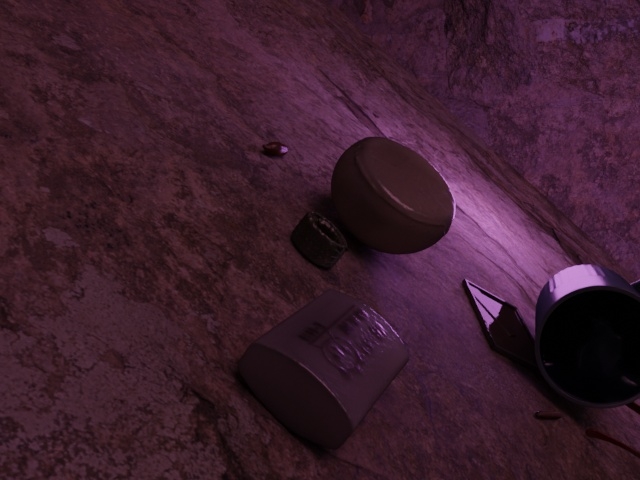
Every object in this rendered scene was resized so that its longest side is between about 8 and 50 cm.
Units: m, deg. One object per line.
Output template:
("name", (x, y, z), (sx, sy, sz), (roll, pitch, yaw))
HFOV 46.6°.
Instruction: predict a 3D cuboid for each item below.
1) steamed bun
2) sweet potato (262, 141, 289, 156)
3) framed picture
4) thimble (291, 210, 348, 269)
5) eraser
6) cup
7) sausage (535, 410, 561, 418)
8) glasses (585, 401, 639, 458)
("steamed bun", (0.142, -0.083, 1.605), (0.283, 0.177, 0.283), (24, 37, -19))
("sweet potato", (-0.097, -0.205, 1.671), (0.034, 0.034, 0.095), (48, 28, 21))
("framed picture", (0.428, 0.200, 1.719), (0.184, 0.016, 0.250), (28, 25, -23))
("thimble", (0.000, 0.000, 1.400), (0.110, 0.062, 0.084), (47, 23, 18))
("eraser", (0.016, 0.174, 1.072), (0.174, 0.095, 0.270), (40, 22, 10))
("cup", (0.626, 0.168, 1.654), (0.257, 0.331, 0.311), (34, 15, 7))
("sausage", (0.457, 0.349, 1.488), (0.100, 0.015, 0.015), (15, 33, -44))
("glasses", (0.687, 0.404, 1.599), (0.268, 0.118, 0.234), (35, 25, -9))
